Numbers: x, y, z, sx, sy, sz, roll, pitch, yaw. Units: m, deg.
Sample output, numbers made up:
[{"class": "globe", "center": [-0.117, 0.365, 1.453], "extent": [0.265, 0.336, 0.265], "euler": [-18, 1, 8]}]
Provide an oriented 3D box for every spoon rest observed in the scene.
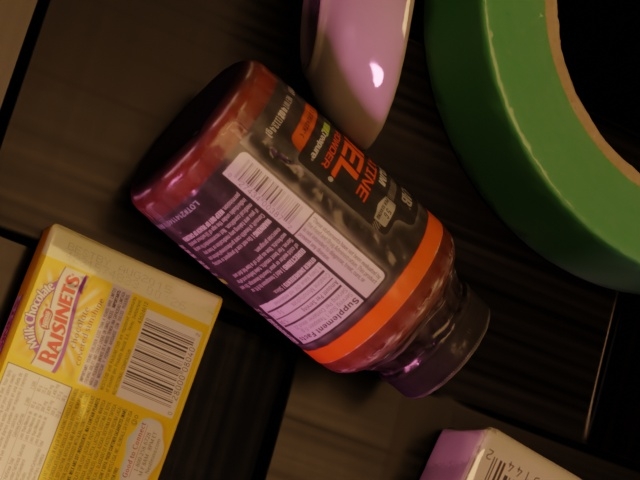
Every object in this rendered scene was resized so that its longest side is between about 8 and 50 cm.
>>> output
[{"class": "spoon rest", "center": [0.036, -0.185, 1.005], "extent": [0.084, 0.137, 0.276], "euler": [4, 73, -10]}]

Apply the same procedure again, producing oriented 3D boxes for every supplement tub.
[{"class": "supplement tub", "center": [0.000, 0.000, 0.971], "extent": [0.198, 0.106, 0.106], "euler": [41, 69, -16]}]

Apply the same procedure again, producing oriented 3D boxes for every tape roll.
[{"class": "tape roll", "center": [0.221, -0.127, 1.105], "extent": [0.321, 0.077, 0.321], "euler": [3, 83, -25]}]

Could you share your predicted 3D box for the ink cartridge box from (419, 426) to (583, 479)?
[{"class": "ink cartridge box", "center": [0.148, 0.288, 1.024], "extent": [0.296, 0.066, 0.261], "euler": [32, 72, -18]}]

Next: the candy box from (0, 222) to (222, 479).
[{"class": "candy box", "center": [-0.133, 0.105, 0.939], "extent": [0.105, 0.027, 0.206], "euler": [25, 74, -18]}]
